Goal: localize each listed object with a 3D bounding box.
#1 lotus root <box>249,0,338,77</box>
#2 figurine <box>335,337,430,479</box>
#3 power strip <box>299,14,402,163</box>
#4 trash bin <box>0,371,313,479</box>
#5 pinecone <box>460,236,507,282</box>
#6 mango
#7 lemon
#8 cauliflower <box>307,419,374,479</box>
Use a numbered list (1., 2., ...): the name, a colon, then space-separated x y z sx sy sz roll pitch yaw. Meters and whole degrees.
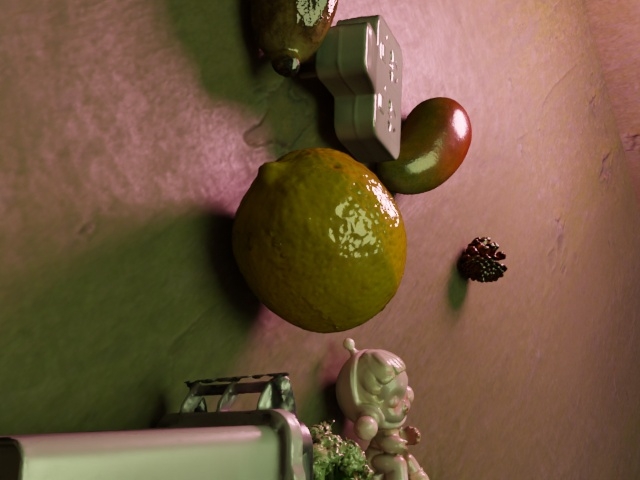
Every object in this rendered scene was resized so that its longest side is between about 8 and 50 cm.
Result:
1. lotus root: -0.046 -0.354 1.377 0.138 0.138 0.214 31 66 -49
2. figurine: 0.096 0.283 1.445 0.181 0.144 0.257 -6 90 -36
3. power strip: 0.051 -0.276 1.532 0.261 0.141 0.230 35 54 -65
4. trash bin: -0.199 0.276 0.918 0.367 0.255 0.296 15 71 -45
5. pinecone: 0.348 0.042 1.911 0.102 0.102 0.109 60 5 -29
6. mango: 0.211 -0.180 1.724 0.289 0.129 0.146 -55 129 -36
7. lemon: 0.000 0.001 1.261 0.267 0.267 0.267 18 68 -53
8. cauliflower: 0.006 0.396 1.162 0.272 0.250 0.275 -55 149 -44
